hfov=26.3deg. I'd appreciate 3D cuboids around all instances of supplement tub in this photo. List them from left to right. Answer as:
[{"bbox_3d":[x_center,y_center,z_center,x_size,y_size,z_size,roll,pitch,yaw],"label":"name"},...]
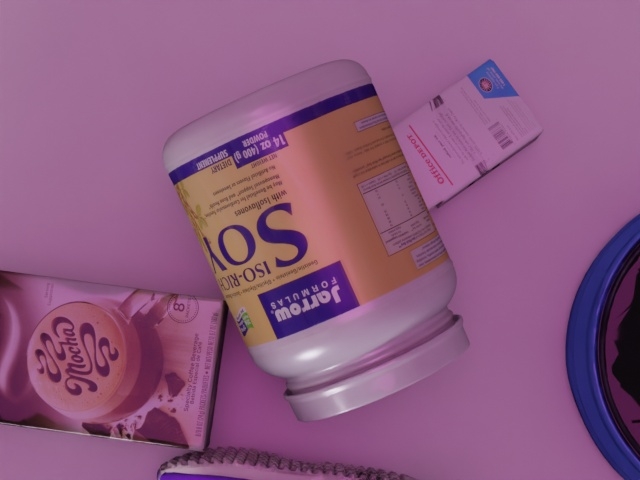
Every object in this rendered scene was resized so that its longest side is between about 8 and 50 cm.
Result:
[{"bbox_3d":[0.000,0.000,1.453,0.241,0.241,0.331,-24,92,-3],"label":"supplement tub"}]

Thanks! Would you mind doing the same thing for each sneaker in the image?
[{"bbox_3d":[-0.040,0.313,1.501,0.294,0.102,0.146,8,89,1],"label":"sneaker"}]

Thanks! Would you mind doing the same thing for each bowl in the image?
[{"bbox_3d":[0.477,0.127,1.540,0.391,0.077,0.391,0,84,-1],"label":"bowl"}]

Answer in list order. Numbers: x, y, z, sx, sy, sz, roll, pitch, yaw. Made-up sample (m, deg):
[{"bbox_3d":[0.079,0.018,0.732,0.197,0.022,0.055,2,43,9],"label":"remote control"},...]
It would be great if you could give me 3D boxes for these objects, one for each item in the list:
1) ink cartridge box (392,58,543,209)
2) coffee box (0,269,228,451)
[{"bbox_3d":[0.150,-0.111,1.565,0.180,0.060,0.104,-35,85,-4],"label":"ink cartridge box"},{"bbox_3d":[-0.260,0.129,1.505,0.297,0.119,0.168,7,85,0],"label":"coffee box"}]
